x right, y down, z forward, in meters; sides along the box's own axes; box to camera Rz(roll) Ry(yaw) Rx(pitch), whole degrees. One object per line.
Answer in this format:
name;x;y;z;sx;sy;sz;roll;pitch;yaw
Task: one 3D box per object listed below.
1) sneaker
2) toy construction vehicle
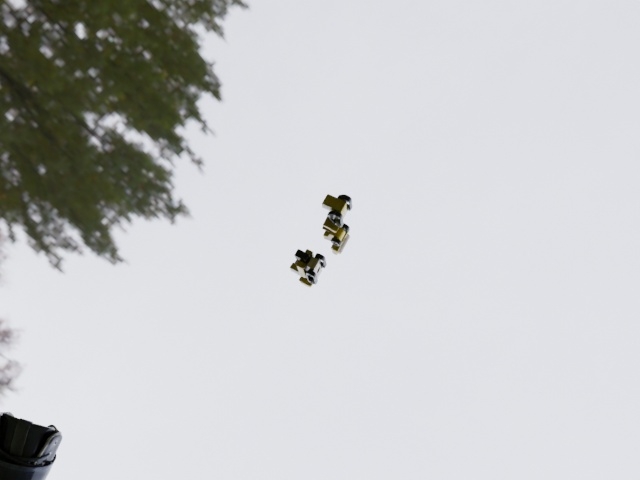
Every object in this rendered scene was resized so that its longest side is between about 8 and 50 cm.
sneaker;-0.350;0.279;1.223;0.086;0.226;0.163;21;-73;-6
toy construction vehicle;0.000;0.000;1.140;0.035;0.098;0.086;25;-103;11
